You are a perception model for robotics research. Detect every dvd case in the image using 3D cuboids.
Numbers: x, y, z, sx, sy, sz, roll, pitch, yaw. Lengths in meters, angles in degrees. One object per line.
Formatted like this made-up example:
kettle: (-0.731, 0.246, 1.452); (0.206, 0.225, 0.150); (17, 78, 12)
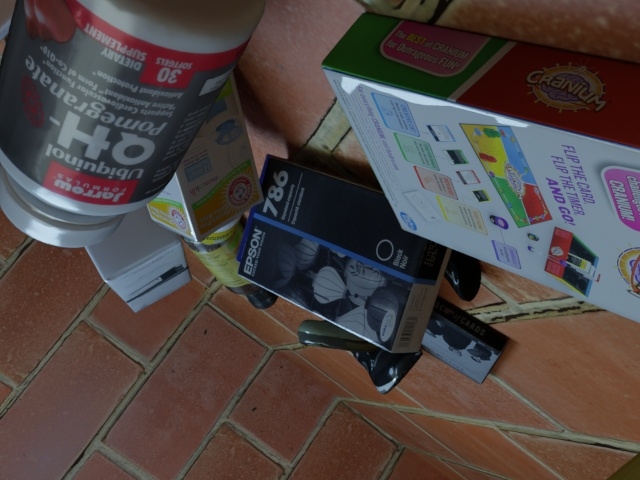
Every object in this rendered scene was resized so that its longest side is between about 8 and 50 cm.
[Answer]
dvd case: (0.202, 0.153, 1.142); (0.179, 0.029, 0.238); (31, 164, 16)

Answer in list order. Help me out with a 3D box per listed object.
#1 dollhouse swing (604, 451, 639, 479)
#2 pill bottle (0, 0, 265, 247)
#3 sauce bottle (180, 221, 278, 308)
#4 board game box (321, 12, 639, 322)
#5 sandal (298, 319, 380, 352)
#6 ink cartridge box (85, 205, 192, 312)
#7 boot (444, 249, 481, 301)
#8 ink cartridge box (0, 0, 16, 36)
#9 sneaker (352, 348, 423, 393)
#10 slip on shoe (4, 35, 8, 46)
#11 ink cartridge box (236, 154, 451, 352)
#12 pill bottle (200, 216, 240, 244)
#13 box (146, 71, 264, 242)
dollhouse swing: (0.411, 0.216, 0.454); (0.305, 0.315, 0.346); (52, 169, 19)
pill bottle: (-0.192, -0.134, 0.631); (0.176, 0.176, 0.318); (37, 133, -4)
sauce bottle: (-0.175, 0.041, 1.461); (0.111, 0.111, 0.344); (27, 163, 28)
board game box: (0.175, -0.045, 0.561); (0.317, 0.064, 0.242); (24, 161, 35)
sandal: (0.065, 0.103, 0.981); (0.120, 0.086, 0.303); (-1, 176, 20)
ink cartridge box: (-0.417, -0.031, 1.495); (0.285, 0.166, 0.395); (58, 166, 8)
boot: (0.136, 0.018, 0.862); (0.099, 0.045, 0.121); (16, 148, 45)
ink cartridge box: (-0.573, -0.281, 1.027); (0.121, 0.289, 0.211); (44, 163, -25)
sneaker: (0.098, 0.207, 1.343); (0.124, 0.107, 0.283); (43, 171, -1)
slip on shoe: (-0.483, -0.319, 1.196); (0.135, 0.051, 0.041); (39, 126, 20)
ink cartridge box: (0.000, 0.000, 0.868); (0.333, 0.165, 0.065); (21, -171, 41)
pill bottle: (-0.185, -0.057, 1.207); (0.103, 0.103, 0.184); (37, 165, -2)
box: (-0.159, -0.118, 0.841); (0.103, 0.114, 0.203); (22, 135, 40)
